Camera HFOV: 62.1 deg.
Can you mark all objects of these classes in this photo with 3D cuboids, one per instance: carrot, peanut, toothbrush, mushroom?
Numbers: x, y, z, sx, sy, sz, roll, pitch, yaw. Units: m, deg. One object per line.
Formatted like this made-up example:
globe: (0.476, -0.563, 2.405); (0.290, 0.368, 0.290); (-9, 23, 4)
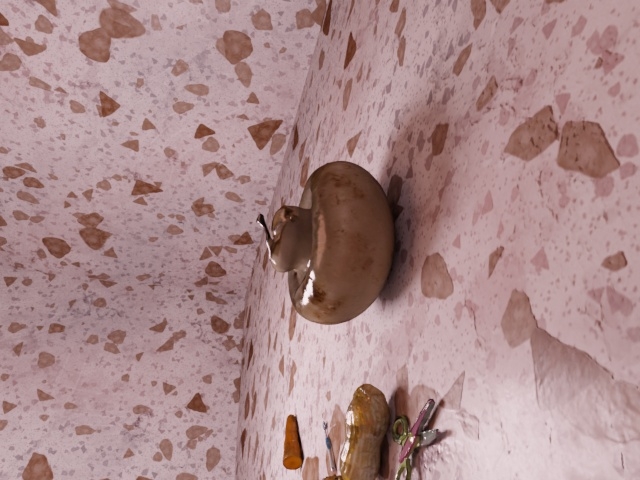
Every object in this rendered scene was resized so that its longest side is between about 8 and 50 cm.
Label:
carrot: (-0.092, 0.636, 1.711); (0.210, 0.061, 0.061); (-99, 21, -66)
peanut: (0.086, 0.381, 1.031); (0.087, 0.087, 0.207); (-145, 62, -75)
toothbrush: (0.021, 0.531, 1.372); (0.162, 0.014, 0.017); (-108, 10, -61)
mushroom: (0.000, 0.000, 1.162); (0.362, 0.294, 0.362); (-174, 90, -78)

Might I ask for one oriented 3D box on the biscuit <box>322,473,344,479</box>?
biscuit: (0.021, 0.659, 1.157); (0.296, 0.075, 0.296); (-172, 90, -77)

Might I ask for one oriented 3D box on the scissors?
scissors: (0.157, 0.333, 0.894); (0.187, 0.020, 0.133); (110, 167, -46)
